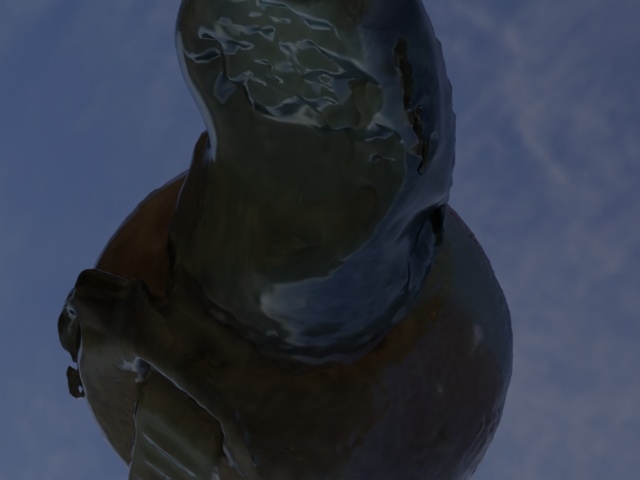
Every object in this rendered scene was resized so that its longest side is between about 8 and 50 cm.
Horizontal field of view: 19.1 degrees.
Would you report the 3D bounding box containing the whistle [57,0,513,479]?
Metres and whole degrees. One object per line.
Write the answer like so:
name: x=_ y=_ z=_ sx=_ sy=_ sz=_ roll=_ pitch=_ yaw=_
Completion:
whistle: x=0.000 y=0.000 z=0.743 sx=0.348 sy=0.189 sz=0.189 roll=97 pitch=-28 yaw=-52
